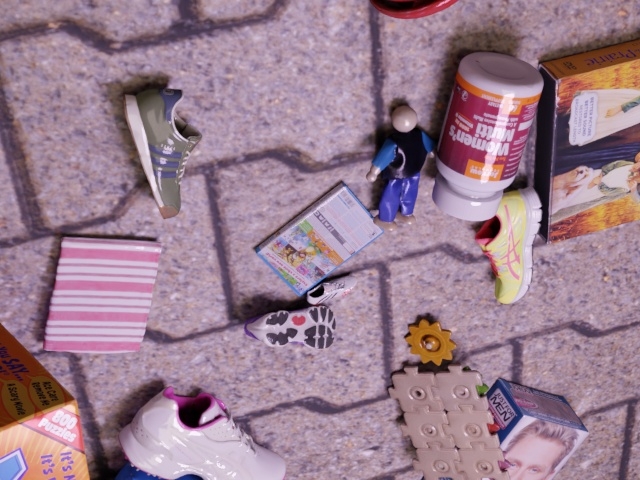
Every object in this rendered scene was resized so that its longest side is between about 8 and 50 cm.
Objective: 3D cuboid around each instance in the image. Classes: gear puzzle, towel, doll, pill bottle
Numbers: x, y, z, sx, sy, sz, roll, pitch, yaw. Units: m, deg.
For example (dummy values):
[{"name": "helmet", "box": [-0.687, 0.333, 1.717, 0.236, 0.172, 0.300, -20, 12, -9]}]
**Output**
[{"name": "gear puzzle", "box": [0.211, 0.273, 1.889, 0.175, 0.044, 0.339, -6, 117, 27]}, {"name": "towel", "box": [-0.314, 0.078, 1.586, 0.144, 0.029, 0.197, 3, 120, -24]}, {"name": "doll", "box": [0.114, -0.106, 1.606, 0.129, 0.046, 0.189, -19, 129, -32]}, {"name": "pill bottle", "box": [0.232, -0.146, 1.580, 0.121, 0.121, 0.221, -2, 124, -21]}]

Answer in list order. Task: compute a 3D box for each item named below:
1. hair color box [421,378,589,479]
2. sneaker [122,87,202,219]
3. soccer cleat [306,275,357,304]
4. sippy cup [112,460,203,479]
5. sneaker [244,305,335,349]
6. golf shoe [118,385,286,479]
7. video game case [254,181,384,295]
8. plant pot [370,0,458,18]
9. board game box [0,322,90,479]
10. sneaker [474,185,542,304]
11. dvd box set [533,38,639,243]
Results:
[{"name": "hair color box", "box": [0.315, 0.430, 2.044, 0.173, 0.105, 0.347, 18, 115, -32]}, {"name": "sneaker", "box": [-0.195, -0.117, 1.464, 0.086, 0.064, 0.192, -17, 126, -4]}, {"name": "soccer cleat", "box": [0.017, 0.075, 1.710, 0.083, 0.029, 0.035, -22, 156, 0]}, {"name": "sippy cup", "box": [-0.279, 0.475, 1.774, 0.224, 0.240, 0.305, -62, 168, 12]}, {"name": "sneaker", "box": [-0.045, 0.130, 1.716, 0.170, 0.071, 0.068, 8, 87, -42]}, {"name": "golf shoe", "box": [-0.164, 0.323, 1.770, 0.306, 0.115, 0.140, 21, 109, -35]}, {"name": "video game case", "box": [0.000, 0.000, 1.662, 0.166, 0.015, 0.119, -37, 130, 7]}, {"name": "plant pot", "box": [0.102, -0.371, 1.321, 0.191, 0.191, 0.174, -36, 132, 6]}, {"name": "board game box", "box": [-0.516, 0.333, 1.379, 0.356, 0.356, 0.356, -19, 120, -32]}, {"name": "sneaker", "box": [0.285, 0.009, 1.751, 0.094, 0.081, 0.209, -4, 119, -11]}, {"name": "dvd box set", "box": [0.534, -0.176, 1.720, 0.420, 0.062, 0.308, -14, 129, -12]}]
